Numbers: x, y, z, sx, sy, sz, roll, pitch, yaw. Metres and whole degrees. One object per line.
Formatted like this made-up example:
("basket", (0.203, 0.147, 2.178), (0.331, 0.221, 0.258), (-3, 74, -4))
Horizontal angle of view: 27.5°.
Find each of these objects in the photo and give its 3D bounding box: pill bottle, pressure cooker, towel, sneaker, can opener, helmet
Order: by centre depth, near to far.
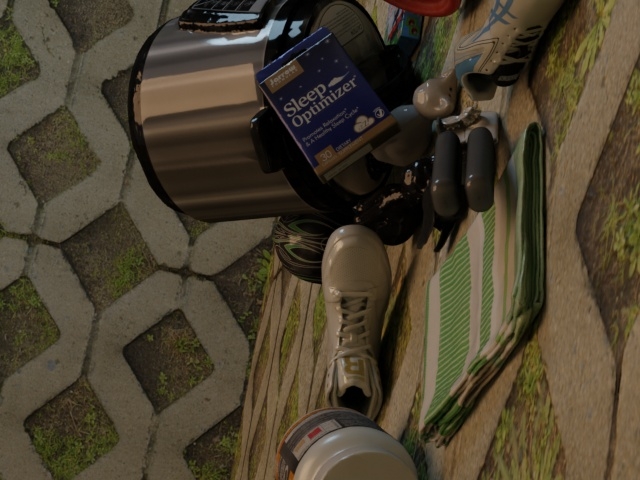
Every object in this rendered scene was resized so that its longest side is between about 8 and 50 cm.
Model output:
("towel", (0.175, 0.059, 1.460), (0.325, 0.038, 0.248), (113, 167, -53))
("sneaker", (0.220, -0.229, 1.477), (0.237, 0.085, 0.086), (133, 123, -68))
("can opener", (0.171, -0.088, 1.504), (0.280, 0.074, 0.093), (-70, -31, -68))
("pill bottle", (0.035, 0.303, 1.624), (0.278, 0.162, 0.162), (-176, 98, -82))
("sneaker", (0.161, -0.074, 1.698), (0.089, 0.051, 0.170), (141, 137, -70))
("sneaker", (0.056, 0.136, 1.898), (0.169, 0.108, 0.292), (-94, 2, -56))
("pressure cooker", (-0.054, -0.220, 2.153), (0.375, 0.420, 0.370), (39, -126, -52))
("helmet", (0.000, 0.000, 2.303), (0.169, 0.161, 0.169), (-168, 90, -82))

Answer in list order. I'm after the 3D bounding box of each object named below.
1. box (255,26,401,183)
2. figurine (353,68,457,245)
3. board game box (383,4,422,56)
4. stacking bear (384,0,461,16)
("box", (0.002, -0.206, 1.887), (0.225, 0.136, 0.036), (57, -176, 29))
("figurine", (0.137, -0.124, 1.875), (0.209, 0.092, 0.215), (137, 146, -63))
("board game box", (0.151, -0.414, 2.316), (0.160, 0.039, 0.211), (121, 160, -67))
("stacking bear", (0.173, -0.486, 1.884), (0.289, 0.175, 0.164), (-69, -24, -9))
